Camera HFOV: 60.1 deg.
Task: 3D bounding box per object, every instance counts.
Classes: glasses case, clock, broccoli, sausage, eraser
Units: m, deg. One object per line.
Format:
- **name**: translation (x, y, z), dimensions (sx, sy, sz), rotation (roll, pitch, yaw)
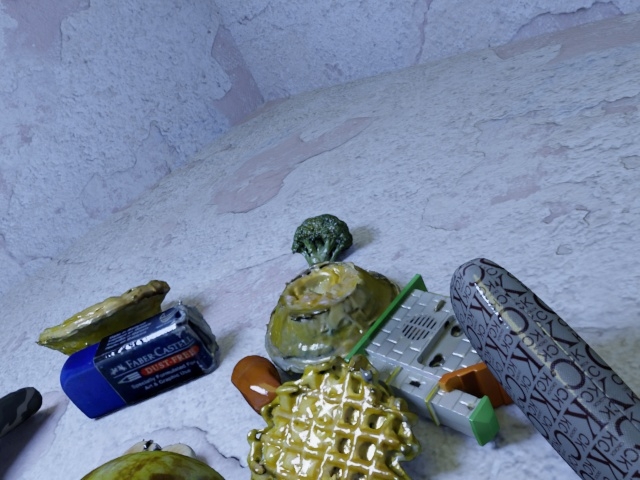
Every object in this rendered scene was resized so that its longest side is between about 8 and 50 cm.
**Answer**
- **glasses case**: translation (0.277, 0.165, 0.663), dimensions (0.085, 0.137, 0.355), rotation (-27, 53, -12)
- **clock**: translation (0.206, 0.184, 0.869), dimensions (0.255, 0.106, 0.220), rotation (12, 47, 46)
- **broccoli**: translation (0.000, 0.000, 1.367), dimensions (0.162, 0.146, 0.138), rotation (-1, 66, 18)
- **sausage**: translation (-0.112, 0.269, 1.024), dimensions (0.089, 0.089, 0.179), rotation (-35, 22, -15)
- **eraser**: translation (-0.399, 0.265, 1.220), dimensions (0.332, 0.155, 0.102), rotation (-24, 28, 7)

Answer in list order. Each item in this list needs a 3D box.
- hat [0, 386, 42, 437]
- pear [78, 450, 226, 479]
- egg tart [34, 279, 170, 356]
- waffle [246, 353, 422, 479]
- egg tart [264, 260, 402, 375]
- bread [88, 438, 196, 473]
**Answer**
- **hat**: translation (-0.773, 0.504, 1.198), dimensions (0.366, 0.257, 0.381), rotation (-31, -15, 29)
- **pear**: translation (-0.207, 0.400, 0.661), dimensions (0.283, 0.284, 0.284), rotation (-22, 27, 12)
- **egg tart**: translation (-0.514, 0.211, 1.368), dimensions (0.345, 0.133, 0.345), rotation (-24, -2, -1)
- **waffle**: translation (0.008, 0.300, 0.806), dimensions (0.280, 0.060, 0.262), rotation (-40, 44, 10)
- **egg tart**: translation (0.011, 0.133, 1.112), dimensions (0.314, 0.120, 0.315), rotation (-19, 26, 10)
- **bread**: translation (-0.326, 0.461, 0.911), dimensions (0.316, 0.054, 0.316), rotation (-21, 26, 11)
